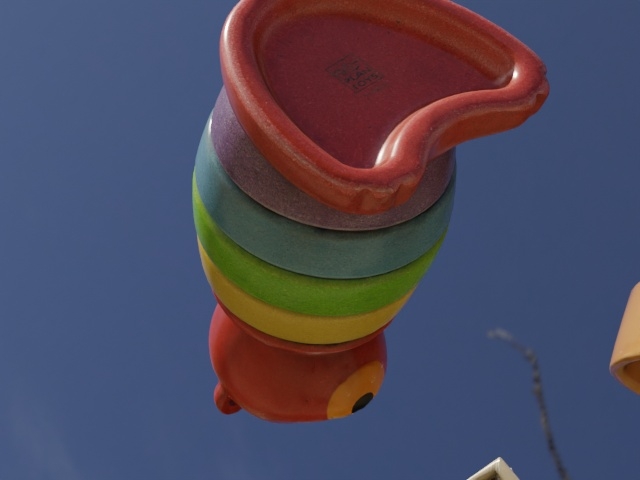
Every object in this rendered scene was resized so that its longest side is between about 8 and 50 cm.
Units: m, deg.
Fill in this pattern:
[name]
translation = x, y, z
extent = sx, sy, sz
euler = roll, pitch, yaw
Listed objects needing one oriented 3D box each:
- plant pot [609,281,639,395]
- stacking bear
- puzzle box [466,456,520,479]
[plant pot]
translation = 0.357, 0.022, 1.229
extent = 0.291, 0.291, 0.203
euler = 10, -103, 15
[stacking bear]
translation = 0.000, 0.000, 1.086
extent = 0.164, 0.175, 0.289
euler = 38, -40, 23
[puzzle box]
translation = 0.041, 0.362, 1.255
extent = 0.409, 0.272, 0.052
euler = -35, -38, -7
